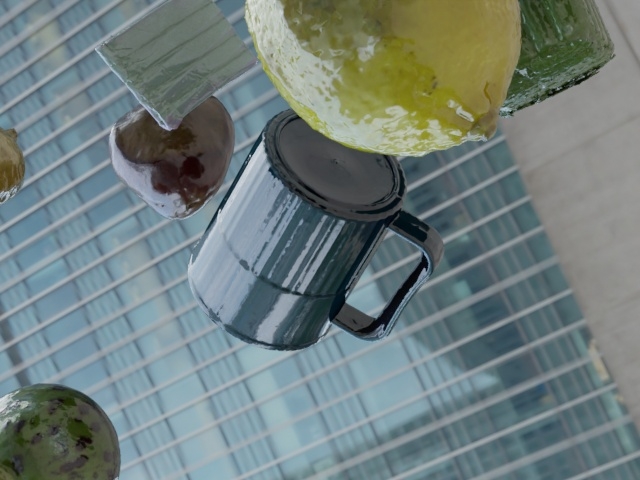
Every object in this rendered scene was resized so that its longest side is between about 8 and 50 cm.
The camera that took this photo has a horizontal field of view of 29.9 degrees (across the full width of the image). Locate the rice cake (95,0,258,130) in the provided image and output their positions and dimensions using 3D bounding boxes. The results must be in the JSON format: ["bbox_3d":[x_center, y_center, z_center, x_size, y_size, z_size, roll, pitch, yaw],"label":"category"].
[{"bbox_3d":[-0.221,-0.290,1.883,0.189,0.198,0.037,51,165,-22],"label":"rice cake"}]

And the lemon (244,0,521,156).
[{"bbox_3d":[0.065,-0.220,1.214,0.268,0.268,0.322,18,-138,-57],"label":"lemon"}]

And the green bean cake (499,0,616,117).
[{"bbox_3d":[0.299,-0.270,1.701,0.200,0.214,0.113,10,-126,-64],"label":"green bean cake"}]

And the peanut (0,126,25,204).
[{"bbox_3d":[-0.466,-0.094,1.593,0.129,0.129,0.224,56,-162,-13],"label":"peanut"}]

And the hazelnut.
[{"bbox_3d":[-0.246,-0.150,2.064,0.229,0.229,0.229,45,-151,-33],"label":"hazelnut"}]

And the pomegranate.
[{"bbox_3d":[-0.462,0.338,1.858,0.306,0.242,0.242,9,-126,-39],"label":"pomegranate"}]

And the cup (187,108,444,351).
[{"bbox_3d":[-0.015,0.002,1.744,0.242,0.292,0.308,-15,-123,-42],"label":"cup"}]
